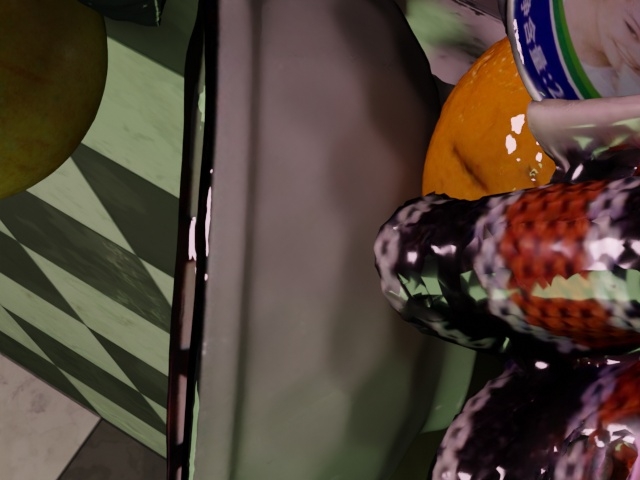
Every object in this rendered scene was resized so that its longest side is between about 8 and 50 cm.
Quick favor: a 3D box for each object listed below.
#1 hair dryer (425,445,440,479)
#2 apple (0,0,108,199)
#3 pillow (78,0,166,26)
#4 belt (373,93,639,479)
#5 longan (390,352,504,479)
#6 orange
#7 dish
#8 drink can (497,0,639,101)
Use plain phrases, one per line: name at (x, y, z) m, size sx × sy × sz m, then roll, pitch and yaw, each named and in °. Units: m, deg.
hair dryer at (0.098, 0.082, 0.599) m, size 0.189 × 0.107 × 0.352 m, roll 4°, pitch 157°, yaw 20°
apple at (-0.200, -0.104, 0.886) m, size 0.182 × 0.182 × 0.155 m, roll 37°, pitch -179°, yaw -7°
pillow at (-0.109, -0.162, 0.737) m, size 0.141 × 0.055 × 0.208 m, roll 46°, pitch 165°, yaw 0°
belt at (0.155, 0.041, 0.465) m, size 0.094 × 0.126 × 0.359 m, roll -4°, pitch 169°, yaw 39°
longan at (0.100, 0.133, 0.896) m, size 0.248 × 0.248 × 0.248 m, roll 32°, pitch 165°, yaw 10°
orange at (0.103, -0.023, 0.586) m, size 0.135 × 0.117 × 0.135 m, roll 13°, pitch 168°, yaw 3°
dish at (0.000, 0.000, 0.711) m, size 0.120 × 0.303 × 0.303 m, roll 4°, pitch 167°, yaw -6°
drink can at (0.123, -0.082, 0.397) m, size 0.097 × 0.097 × 0.235 m, roll 36°, pitch 164°, yaw -5°
